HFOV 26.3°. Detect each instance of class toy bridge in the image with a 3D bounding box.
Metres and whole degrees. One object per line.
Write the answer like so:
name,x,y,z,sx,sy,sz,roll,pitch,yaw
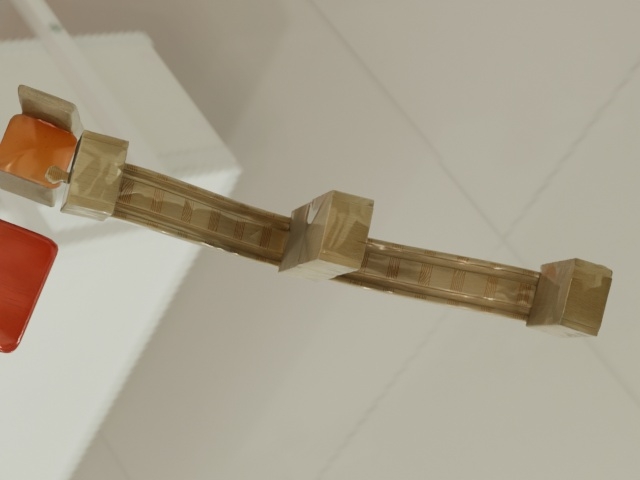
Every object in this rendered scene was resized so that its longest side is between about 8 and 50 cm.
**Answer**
toy bridge,0.000,0.000,0.464,0.188,0.026,0.063,14,172,-13

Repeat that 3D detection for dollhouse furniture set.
dollhouse furniture set,-0.307,-0.007,0.901,0.135,0.259,0.262,128,-18,-79
